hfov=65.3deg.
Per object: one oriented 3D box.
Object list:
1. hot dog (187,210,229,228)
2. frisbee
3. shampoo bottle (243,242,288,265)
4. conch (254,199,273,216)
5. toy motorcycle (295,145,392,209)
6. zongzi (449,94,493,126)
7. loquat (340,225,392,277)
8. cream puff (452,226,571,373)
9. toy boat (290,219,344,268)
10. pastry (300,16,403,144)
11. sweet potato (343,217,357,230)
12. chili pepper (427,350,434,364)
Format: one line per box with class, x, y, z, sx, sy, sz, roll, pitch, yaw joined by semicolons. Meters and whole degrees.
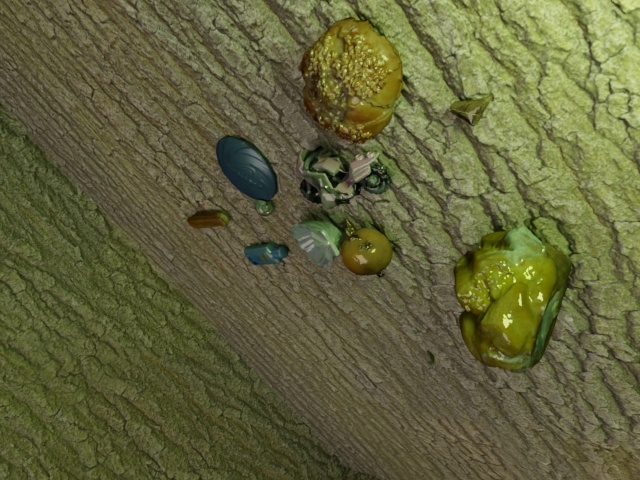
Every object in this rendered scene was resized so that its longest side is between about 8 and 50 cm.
hot dog;-0.510;-0.092;2.277;0.285;0.061;0.088;4;137;42
frisbee;-0.286;-0.254;1.851;0.289;0.049;0.290;27;146;21
shampoo bottle;-0.232;0.059;2.170;0.258;0.061;0.104;-8;125;50
conch;-0.223;-0.123;1.931;0.076;0.057;0.085;28;156;-23
toy motorcycle;0.048;-0.200;1.482;0.326;0.143;0.188;-6;126;41
zongzi;0.339;-0.312;1.133;0.076;0.040;0.083;37;137;17
loquat;0.146;0.033;1.649;0.172;0.149;0.204;-19;119;44
cream puff;0.470;0.146;1.303;0.275;0.378;0.378;18;142;33
toy boat;0.000;0.000;1.785;0.199;0.100;0.290;54;164;-13
pastry;0.065;-0.374;1.228;0.255;0.162;0.311;28;148;15
sweet potato;0.118;-0.034;1.722;0.115;0.026;0.026;45;148;-12
chili pepper;0.444;0.477;2.016;0.030;0.017;0.083;20;144;32
